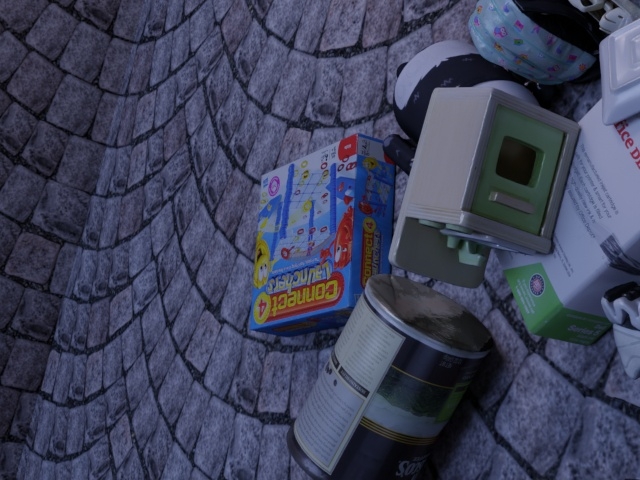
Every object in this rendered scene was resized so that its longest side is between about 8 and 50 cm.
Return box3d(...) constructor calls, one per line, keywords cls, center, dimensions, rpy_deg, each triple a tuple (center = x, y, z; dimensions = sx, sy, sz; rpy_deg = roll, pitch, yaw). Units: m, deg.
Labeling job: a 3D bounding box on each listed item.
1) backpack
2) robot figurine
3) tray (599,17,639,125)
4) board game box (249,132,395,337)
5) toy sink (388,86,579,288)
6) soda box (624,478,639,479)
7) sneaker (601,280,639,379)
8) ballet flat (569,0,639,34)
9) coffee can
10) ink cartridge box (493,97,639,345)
box3d(cls="backpack", center=(0.296, -0.288, 1.475), dimensions=(0.115, 0.182, 0.152), rpy_deg=(-51, 41, 32))
box3d(cls="robot figurine", center=(0.212, -0.183, 1.570), dimensions=(0.209, 0.174, 0.278), rpy_deg=(-64, 32, 21))
box3d(cls="tray", center=(0.430, -0.242, 1.227), dimensions=(0.270, 0.030, 0.145), rpy_deg=(-26, 44, 39))
box3d(cls="board game box", center=(0.000, 0.000, 1.896), dimensions=(0.308, 0.086, 0.302), rpy_deg=(-19, 62, 52))
box3d(cls="toy sink", center=(0.204, -0.057, 1.339), dimensions=(0.131, 0.153, 0.234), rpy_deg=(13, 86, 59))
box3d(cls="soda box", center=(0.417, 0.299, 1.189), dimensions=(0.169, 0.053, 0.060), rpy_deg=(-11, 69, 55))
box3d(cls="sneaker", center=(0.450, 0.113, 1.185), dimensions=(0.292, 0.110, 0.118), rpy_deg=(5, 107, 51))
box3d(cls="ballet flat", center=(0.373, -0.304, 1.424), dimensions=(0.168, 0.052, 0.057), rpy_deg=(46, 151, 21))
box3d(cls="coffee can", center=(0.097, 0.216, 1.562), dimensions=(0.275, 0.201, 0.201), rpy_deg=(-64, 35, 18))
box3d(cls="ink cartridge box", center=(0.354, -0.030, 1.350), dimensions=(0.273, 0.115, 0.198), rpy_deg=(-49, 41, 34))
